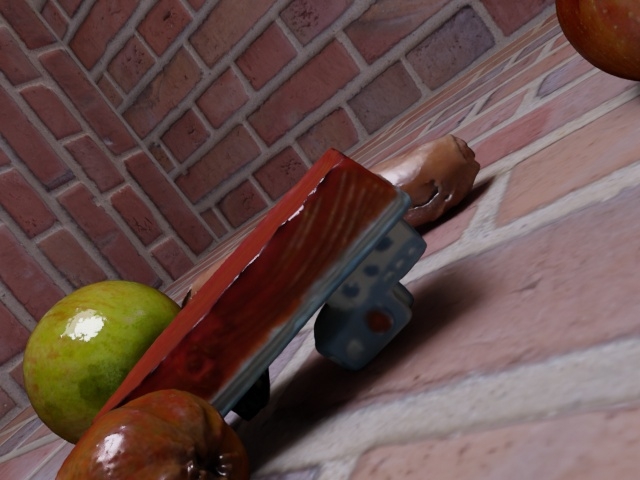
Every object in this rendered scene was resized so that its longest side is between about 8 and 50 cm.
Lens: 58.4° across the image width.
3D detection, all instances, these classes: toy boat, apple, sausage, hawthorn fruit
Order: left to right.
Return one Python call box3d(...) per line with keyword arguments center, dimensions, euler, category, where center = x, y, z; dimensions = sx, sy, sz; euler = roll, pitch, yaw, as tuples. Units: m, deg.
box3d(center=(-0.233, 0.140, 0.662), dimensions=(0.196, 0.196, 0.196), euler=(-36, 9, 7), category="apple")
box3d(center=(-0.103, 0.155, 0.343), dimensions=(0.128, 0.128, 0.128), euler=(-36, 9, 7), category="hawthorn fruit")
box3d(center=(-0.045, 0.086, 0.465), dimensions=(0.332, 0.133, 0.145), euler=(-47, 13, 7), category="toy boat")
box3d(center=(0.000, 0.000, 0.710), dimensions=(0.419, 0.094, 0.094), euler=(-29, 37, 18), category="sausage")
box3d(center=(0.321, -0.227, 0.516), dimensions=(0.201, 0.162, 0.201), euler=(-31, -1, -1), category="apple")
